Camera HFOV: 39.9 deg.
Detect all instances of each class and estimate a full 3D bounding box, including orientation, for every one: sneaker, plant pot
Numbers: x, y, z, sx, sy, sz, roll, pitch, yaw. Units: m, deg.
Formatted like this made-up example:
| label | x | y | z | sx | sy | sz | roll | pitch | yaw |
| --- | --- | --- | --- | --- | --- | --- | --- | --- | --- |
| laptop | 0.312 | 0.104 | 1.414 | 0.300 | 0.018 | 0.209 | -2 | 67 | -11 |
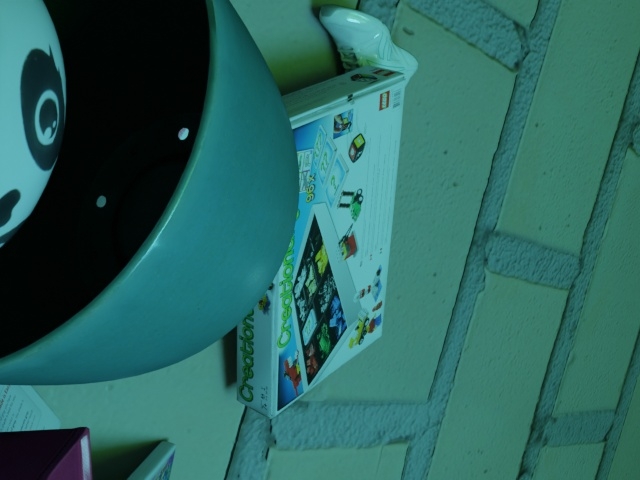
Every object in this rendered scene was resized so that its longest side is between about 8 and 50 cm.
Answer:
| label | x | y | z | sx | sy | sz | roll | pitch | yaw |
| --- | --- | --- | --- | --- | --- | --- | --- | --- | --- |
| sneaker | 0.046 | -0.184 | 0.887 | 0.152 | 0.053 | 0.061 | 30 | 83 | -49 |
| plant pot | -0.145 | -0.041 | 0.562 | 0.293 | 0.293 | 0.235 | -66 | 155 | -7 |

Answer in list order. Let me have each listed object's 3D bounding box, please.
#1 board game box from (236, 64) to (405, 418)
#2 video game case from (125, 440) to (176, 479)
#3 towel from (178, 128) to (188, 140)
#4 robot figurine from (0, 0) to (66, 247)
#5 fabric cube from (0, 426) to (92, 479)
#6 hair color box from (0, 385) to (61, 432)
| label | x | y | z | sx | sy | sz | roll | pitch | yaw |
| --- | --- | --- | --- | --- | --- | --- | --- | --- | --- |
| board game box | 0.000 | 0.000 | 0.858 | 0.193 | 0.053 | 0.305 | -29 | 131 | -46 |
| video game case | -0.167 | 0.267 | 0.770 | 0.157 | 0.019 | 0.143 | -36 | 138 | -82 |
| towel | -0.092 | -0.051 | 0.799 | 0.197 | 0.029 | 0.144 | 45 | 69 | -46 |
| robot figurine | -0.229 | -0.066 | 0.317 | 0.278 | 0.209 | 0.174 | 11 | 70 | -50 |
| fabric cube | -0.265 | 0.252 | 0.435 | 0.259 | 0.258 | 0.254 | -98 | -173 | -86 |
| hair color box | -0.259 | 0.119 | 0.626 | 0.093 | 0.053 | 0.167 | -84 | 158 | -49 |
